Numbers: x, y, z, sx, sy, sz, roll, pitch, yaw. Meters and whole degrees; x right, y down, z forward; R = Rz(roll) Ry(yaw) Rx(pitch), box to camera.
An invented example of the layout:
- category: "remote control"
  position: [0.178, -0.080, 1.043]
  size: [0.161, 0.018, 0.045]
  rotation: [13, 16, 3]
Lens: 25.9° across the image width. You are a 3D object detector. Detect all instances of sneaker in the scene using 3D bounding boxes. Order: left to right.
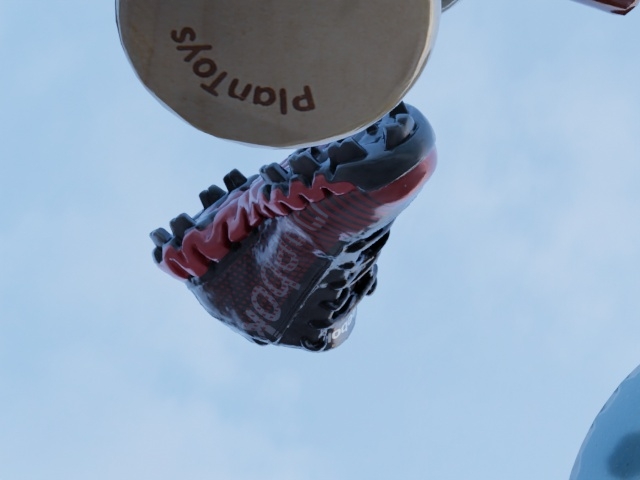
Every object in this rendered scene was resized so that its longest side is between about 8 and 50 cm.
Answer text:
- category: "sneaker"
  position: [0.000, 0.000, 0.895]
  size: [0.135, 0.097, 0.276]
  rotation: [53, -37, -7]

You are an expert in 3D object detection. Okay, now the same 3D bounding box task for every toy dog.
- category: "toy dog"
  position: [0.050, -0.163, 0.340]
  size: [0.161, 0.220, 0.333]
  rotation: [9, -30, -14]

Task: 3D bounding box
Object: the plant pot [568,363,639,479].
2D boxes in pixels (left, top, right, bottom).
- category: "plant pot"
  position: [0.293, 0.177, 0.736]
  size: [0.290, 0.195, 0.290]
  rotation: [0, -93, -5]
